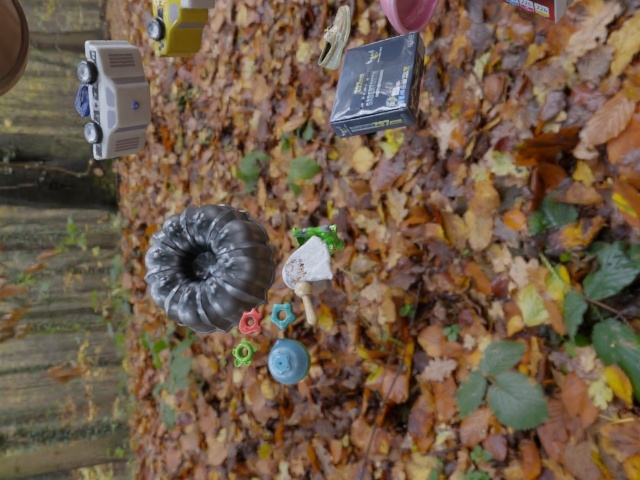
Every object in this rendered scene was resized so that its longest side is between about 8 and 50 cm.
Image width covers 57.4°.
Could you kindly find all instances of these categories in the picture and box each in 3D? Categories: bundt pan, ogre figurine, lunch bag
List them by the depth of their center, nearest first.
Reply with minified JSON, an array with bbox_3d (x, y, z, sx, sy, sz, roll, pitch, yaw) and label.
[{"bbox_3d":[-0.545,-0.344,1.402,0.067,0.065,0.099,44,119,31],"label":"lunch bag"},{"bbox_3d":[-0.279,0.058,1.406,0.124,0.330,0.331,41,-141,-74],"label":"bundt pan"},{"bbox_3d":[0.000,0.000,1.859,0.197,0.118,0.097,57,-154,-36],"label":"ogre figurine"}]

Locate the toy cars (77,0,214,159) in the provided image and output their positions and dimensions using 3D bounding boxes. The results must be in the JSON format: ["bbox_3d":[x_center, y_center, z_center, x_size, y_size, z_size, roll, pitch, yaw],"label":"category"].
[{"bbox_3d":[-0.270,-0.310,0.956,0.087,0.176,0.394,16,74,31],"label":"toy cars"}]

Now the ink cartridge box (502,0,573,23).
[{"bbox_3d":[0.345,-0.596,1.106,0.309,0.130,0.272,37,178,30],"label":"ink cartridge box"}]

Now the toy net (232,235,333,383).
[{"bbox_3d":[-0.050,0.102,0.910,0.232,0.122,0.045,-71,-21,0],"label":"toy net"}]

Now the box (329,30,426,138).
[{"bbox_3d":[0.128,-0.344,1.294,0.183,0.059,0.233,-5,57,30],"label":"box"}]

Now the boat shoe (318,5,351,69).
[{"bbox_3d":[0.029,-0.422,1.223,0.050,0.045,0.136,-115,32,-49],"label":"boat shoe"}]

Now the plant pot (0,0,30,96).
[{"bbox_3d":[-0.766,-0.458,1.186,0.280,0.322,0.324,2,95,63],"label":"plant pot"}]

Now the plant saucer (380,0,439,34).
[{"bbox_3d":[0.286,-0.827,1.860,0.084,0.332,0.333,23,120,30],"label":"plant saucer"}]
